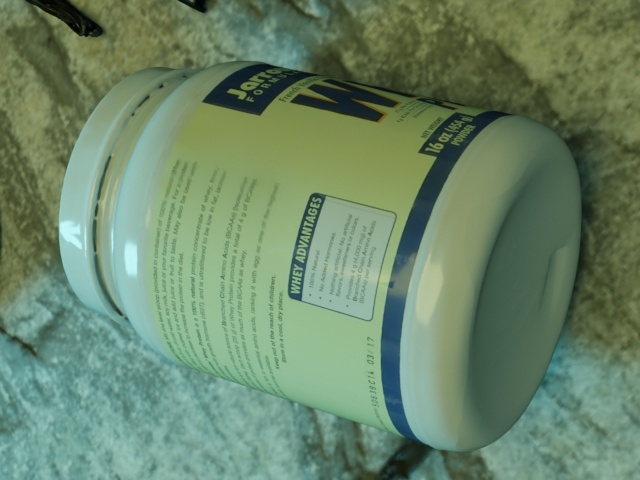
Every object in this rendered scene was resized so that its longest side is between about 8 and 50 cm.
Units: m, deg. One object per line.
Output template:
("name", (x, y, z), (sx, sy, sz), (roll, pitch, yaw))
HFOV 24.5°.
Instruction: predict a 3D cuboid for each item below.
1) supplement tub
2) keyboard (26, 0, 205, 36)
("supplement tub", (0.000, 0.000, 1.064), (0.325, 0.235, 0.235), (15, 102, 27))
("keyboard", (-0.220, -0.279, 1.276), (0.317, 0.033, 0.201), (30, 108, 24))
